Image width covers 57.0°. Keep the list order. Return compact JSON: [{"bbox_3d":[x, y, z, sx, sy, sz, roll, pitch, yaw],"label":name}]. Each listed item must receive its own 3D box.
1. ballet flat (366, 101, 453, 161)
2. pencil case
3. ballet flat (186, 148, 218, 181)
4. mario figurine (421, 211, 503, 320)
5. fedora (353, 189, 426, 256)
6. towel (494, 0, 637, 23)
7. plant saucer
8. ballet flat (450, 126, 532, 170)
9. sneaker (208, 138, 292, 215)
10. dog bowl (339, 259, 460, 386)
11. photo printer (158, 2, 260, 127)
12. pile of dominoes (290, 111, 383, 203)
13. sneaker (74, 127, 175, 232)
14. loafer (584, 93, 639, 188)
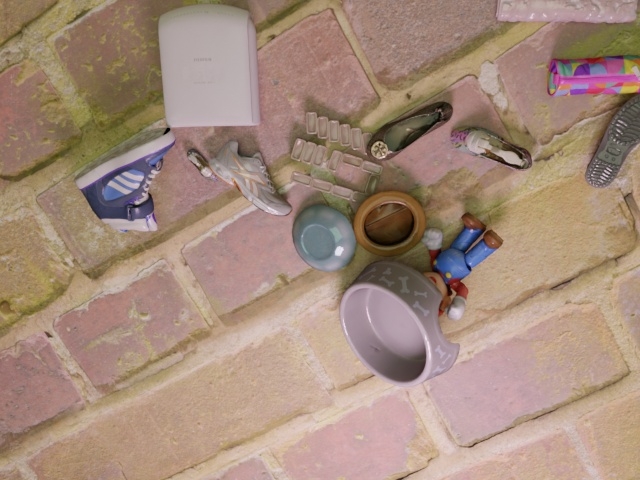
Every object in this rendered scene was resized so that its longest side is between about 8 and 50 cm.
[{"bbox_3d":[0.233,-0.285,1.537,0.250,0.058,0.084,-28,104,8],"label":"ballet flat"},{"bbox_3d":[0.683,-0.404,1.445,0.237,0.104,0.104,-2,103,8],"label":"pencil case"},{"bbox_3d":[-0.329,-0.205,1.630,0.041,0.041,0.114,-40,97,13],"label":"ballet flat"},{"bbox_3d":[0.329,0.081,1.555,0.170,0.198,0.320,35,100,-16],"label":"mario figurine"},{"bbox_3d":[0.185,-0.050,1.592,0.195,0.079,0.194,1,102,3],"label":"fedora"},{"bbox_3d":[0.604,-0.689,1.413,0.332,0.053,0.316,3,104,6],"label":"towel"},{"bbox_3d":[0.000,0.000,1.611,0.195,0.037,0.194,8,110,25],"label":"plant saucer"},{"bbox_3d":[0.446,-0.237,1.521,0.222,0.079,0.076,22,105,1],"label":"ballet flat"},{"bbox_3d":[-0.172,-0.171,1.595,0.263,0.099,0.121,37,100,-4],"label":"sneaker"},{"bbox_3d":[0.192,0.229,1.553,0.349,0.102,0.348,26,130,36],"label":"dog bowl"},{"bbox_3d":[-0.288,-0.452,1.532,0.256,0.107,0.307,1,103,6],"label":"photo printer"},{"bbox_3d":[0.048,-0.223,1.599,0.252,0.040,0.195,18,102,-7],"label":"pile of dominoes"},{"bbox_3d":[-0.482,-0.145,1.613,0.323,0.130,0.236,-25,118,13],"label":"sneaker"},{"bbox_3d":[0.747,-0.252,1.483,0.094,0.087,0.251,32,109,7],"label":"loafer"}]
